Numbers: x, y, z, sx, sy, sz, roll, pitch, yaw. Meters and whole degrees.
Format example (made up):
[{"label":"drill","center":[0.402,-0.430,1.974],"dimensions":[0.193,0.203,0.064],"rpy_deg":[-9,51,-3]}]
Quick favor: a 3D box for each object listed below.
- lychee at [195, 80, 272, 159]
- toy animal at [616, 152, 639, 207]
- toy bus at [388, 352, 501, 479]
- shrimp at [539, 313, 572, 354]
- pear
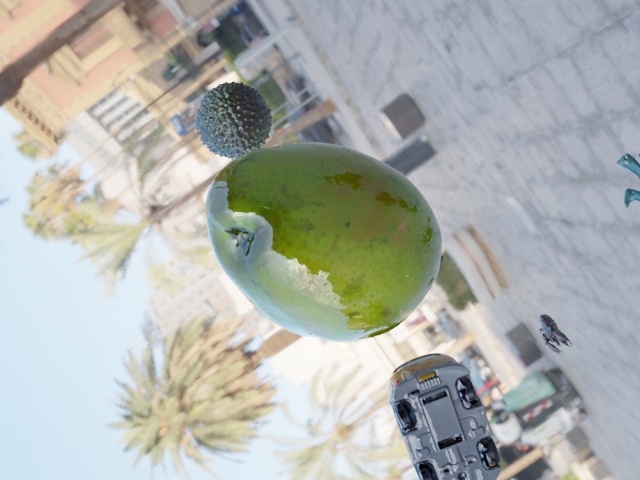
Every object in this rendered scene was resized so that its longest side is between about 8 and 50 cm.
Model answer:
[{"label":"lychee","center":[-0.173,-0.237,1.636],"dimensions":[0.171,0.171,0.171],"rpy_deg":[54,-176,-6]},{"label":"toy animal","center":[0.420,-0.035,0.954],"dimensions":[0.100,0.103,0.208],"rpy_deg":[42,-175,-33]},{"label":"toy bus","center":[0.179,0.272,1.246],"dimensions":[0.136,0.126,0.209],"rpy_deg":[-115,4,-77]},{"label":"shrimp","center":[0.383,0.158,1.368],"dimensions":[0.029,0.038,0.092],"rpy_deg":[19,-160,-18]},{"label":"pear","center":[0.000,0.000,0.732],"dimensions":[0.219,0.187,0.187],"rpy_deg":[23,-153,-46]}]
